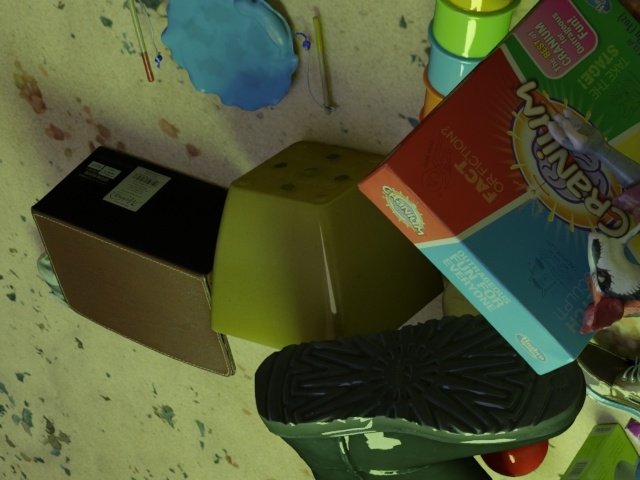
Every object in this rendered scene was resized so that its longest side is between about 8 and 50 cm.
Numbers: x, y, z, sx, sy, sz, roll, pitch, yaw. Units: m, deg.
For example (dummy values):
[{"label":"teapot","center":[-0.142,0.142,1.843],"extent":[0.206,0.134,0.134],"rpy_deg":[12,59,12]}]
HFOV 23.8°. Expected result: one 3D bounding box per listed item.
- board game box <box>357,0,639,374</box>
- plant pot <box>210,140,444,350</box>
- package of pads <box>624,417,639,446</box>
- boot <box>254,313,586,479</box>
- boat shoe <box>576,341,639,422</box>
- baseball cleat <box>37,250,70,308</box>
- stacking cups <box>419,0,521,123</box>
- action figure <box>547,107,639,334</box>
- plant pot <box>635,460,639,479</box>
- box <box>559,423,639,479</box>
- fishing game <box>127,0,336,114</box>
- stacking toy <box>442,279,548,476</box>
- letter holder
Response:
[{"label":"board game box","center":[0.222,-0.071,1.399],"extent":[0.242,0.316,0.064],"rpy_deg":[45,152,-4]},{"label":"plant pot","center":[0.000,0.000,1.799],"extent":[0.212,0.212,0.187],"rpy_deg":[14,123,35]},{"label":"package of pads","center":[0.402,0.237,1.783],"extent":[0.083,0.032,0.050],"rpy_deg":[49,141,-8]},{"label":"boot","center":[0.165,0.267,1.748],"extent":[0.367,0.146,0.445],"rpy_deg":[-1,143,24]},{"label":"boat shoe","center":[0.363,0.162,1.726],"extent":[0.183,0.066,0.066],"rpy_deg":[31,139,0]},{"label":"baseball cleat","center":[-0.344,0.087,2.328],"extent":[0.206,0.072,0.109],"rpy_deg":[37,158,16]},{"label":"stacking cups","center":[0.153,-0.185,1.550],"extent":[0.096,0.096,0.316],"rpy_deg":[27,143,21]},{"label":"action figure","center":[0.372,-0.032,1.303],"extent":[0.276,0.370,0.248],"rpy_deg":[45,-173,-27]},{"label":"plant pot","center":[0.476,0.254,1.571],"extent":[0.236,0.236,0.212],"rpy_deg":[-3,118,44]},{"label":"box","center":[0.364,0.325,1.841],"extent":[0.042,0.109,0.178],"rpy_deg":[-12,117,47]},{"label":"fishing game","center":[-0.106,-0.238,1.786],"extent":[0.264,0.041,0.189],"rpy_deg":[10,133,26]},{"label":"stacking toy","center":[0.222,0.168,1.815],"extent":[0.141,0.141,0.330],"rpy_deg":[23,145,26]},{"label":"letter holder","center":[-0.210,0.033,2.063],"extent":[0.302,0.152,0.214],"rpy_deg":[20,140,29]}]
